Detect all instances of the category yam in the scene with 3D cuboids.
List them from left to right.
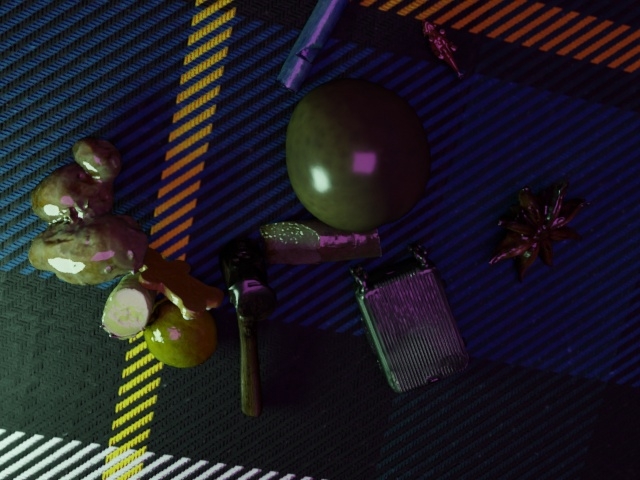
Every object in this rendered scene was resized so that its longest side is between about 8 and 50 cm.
[{"bbox_3d":[0.000,0.000,1.849,0.259,0.106,0.106,-6,101,-8],"label":"yam"}]

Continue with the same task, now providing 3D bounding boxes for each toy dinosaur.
[{"bbox_3d":[0.265,-0.414,1.827,0.049,0.055,0.154,-34,95,-3],"label":"toy dinosaur"}]

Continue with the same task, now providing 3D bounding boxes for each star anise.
[{"bbox_3d":[0.481,-0.034,1.914,0.272,0.102,0.272,-13,127,-18],"label":"star anise"}]

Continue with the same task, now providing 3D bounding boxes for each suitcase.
[{"bbox_3d":[0.197,0.177,1.890,0.202,0.128,0.312,-21,103,-3],"label":"suitcase"}]

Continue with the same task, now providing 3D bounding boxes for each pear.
[{"bbox_3d":[-0.302,0.198,1.818,0.149,0.149,0.162,-50,129,3],"label":"pear"}]

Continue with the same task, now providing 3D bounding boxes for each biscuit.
[{"bbox_3d":[-0.321,0.085,1.795,0.240,0.158,0.035,34,112,18],"label":"biscuit"}]

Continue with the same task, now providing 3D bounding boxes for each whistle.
[{"bbox_3d":[-0.001,-0.456,1.784,0.062,0.062,0.304,29,95,-11],"label":"whistle"}]

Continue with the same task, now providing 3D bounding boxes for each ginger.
[{"bbox_3d":[-0.485,-0.056,1.725,0.245,0.155,0.304,-16,83,11],"label":"ginger"}]

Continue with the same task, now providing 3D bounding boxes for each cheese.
[{"bbox_3d":[-0.401,0.138,1.787,0.094,0.167,0.123,20,96,-8],"label":"cheese"}]

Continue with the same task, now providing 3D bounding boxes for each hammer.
[{"bbox_3d":[-0.160,0.215,1.828,0.095,0.242,0.408,-4,115,-12],"label":"hammer"}]

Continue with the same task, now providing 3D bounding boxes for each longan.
[{"bbox_3d":[0.075,-0.176,1.736,0.319,0.319,0.318,-1,100,-7],"label":"longan"}]
